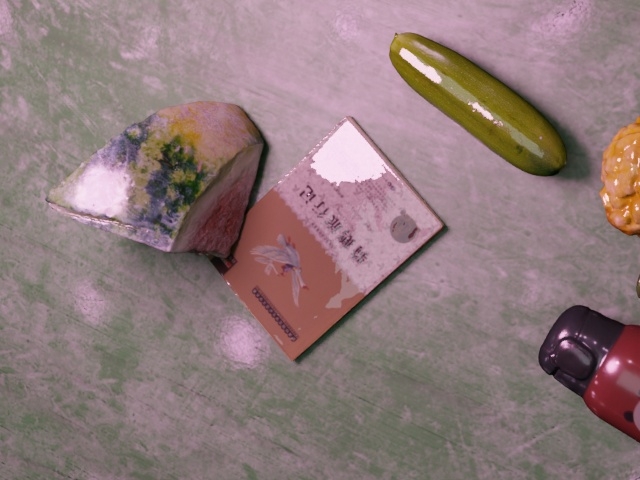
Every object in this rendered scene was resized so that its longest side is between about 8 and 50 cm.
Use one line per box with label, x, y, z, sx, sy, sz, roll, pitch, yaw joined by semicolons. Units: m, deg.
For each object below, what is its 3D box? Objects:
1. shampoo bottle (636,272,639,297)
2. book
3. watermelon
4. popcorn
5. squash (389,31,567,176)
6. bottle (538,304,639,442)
shampoo bottle;0.522;0.076;1.337;0.234;0.087;0.118;10;95;19
book;0.000;0.000;1.548;0.310;0.021;0.217;-43;80;17
watermelon;-0.230;-0.077;1.533;0.193;0.310;0.231;22;136;26
popcorn;0.441;-0.074;1.326;0.180;0.170;0.180;1;136;1
squash;0.214;-0.186;1.428;0.292;0.082;0.082;39;105;14
bottle;0.442;0.203;1.349;0.336;0.144;0.144;30;103;17
